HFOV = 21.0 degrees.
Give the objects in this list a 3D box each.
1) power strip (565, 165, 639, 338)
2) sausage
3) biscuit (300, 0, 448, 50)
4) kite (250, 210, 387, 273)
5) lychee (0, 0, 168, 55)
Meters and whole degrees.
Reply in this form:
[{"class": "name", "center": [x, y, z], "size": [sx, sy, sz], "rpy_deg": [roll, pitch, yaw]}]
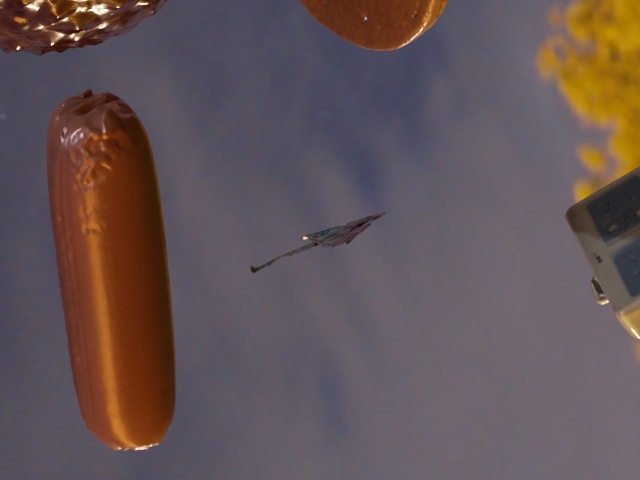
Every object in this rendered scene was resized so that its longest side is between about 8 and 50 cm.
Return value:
[{"class": "power strip", "center": [0.336, -0.064, 1.155], "size": [0.043, 0.367, 0.106], "rpy_deg": [45, -162, -47]}, {"class": "sausage", "center": [-0.157, 0.028, 1.311], "size": [0.086, 0.086, 0.289], "rpy_deg": [-40, -48, -57]}, {"class": "biscuit", "center": [0.018, -0.305, 1.535], "size": [0.044, 0.202, 0.288], "rpy_deg": [-36, -74, -37]}, {"class": "kite", "center": [0.000, 0.000, 1.737], "size": [0.011, 0.157, 0.139], "rpy_deg": [68, 169, -8]}, {"class": "lychee", "center": [-0.178, -0.240, 1.053], "size": [0.260, 0.261, 0.260], "rpy_deg": [17, -109, -60]}]
